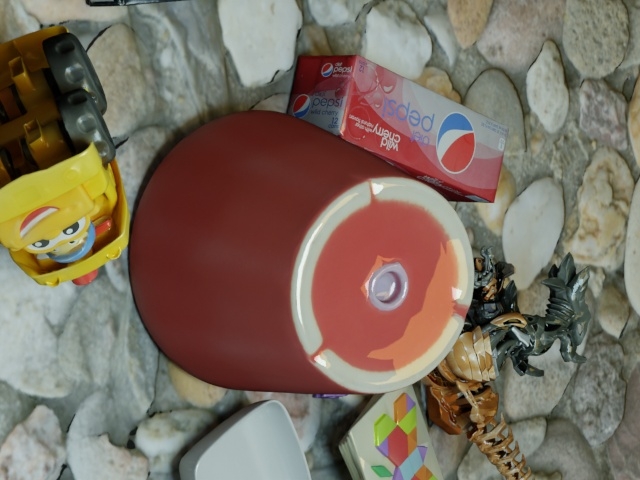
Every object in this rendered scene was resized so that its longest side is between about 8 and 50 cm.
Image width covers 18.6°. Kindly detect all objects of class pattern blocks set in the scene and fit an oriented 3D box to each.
[{"bbox_3d":[0.083,0.240,2.067,0.325,0.026,0.285,61,40,-29],"label":"pattern blocks set"}]

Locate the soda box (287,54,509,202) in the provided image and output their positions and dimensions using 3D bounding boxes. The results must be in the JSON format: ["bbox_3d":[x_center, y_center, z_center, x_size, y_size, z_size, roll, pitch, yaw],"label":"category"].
[{"bbox_3d":[0.083,-0.114,2.042,0.263,0.083,0.092,19,79,-46],"label":"soda box"}]

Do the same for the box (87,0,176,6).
[{"bbox_3d":[-0.127,-0.311,1.826,0.220,0.051,0.175,-11,101,-45],"label":"box"}]

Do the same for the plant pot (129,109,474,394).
[{"bbox_3d":[-0.004,0.025,1.802,0.275,0.243,0.275,-5,100,-32],"label":"plant pot"}]

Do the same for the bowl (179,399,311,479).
[{"bbox_3d":[-0.079,0.238,1.920,0.142,0.053,0.142,-37,118,-38],"label":"bowl"}]

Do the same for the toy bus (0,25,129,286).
[{"bbox_3d":[-0.225,-0.038,1.624,0.149,0.220,0.211,-24,125,1],"label":"toy bus"}]

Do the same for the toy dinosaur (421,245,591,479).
[{"bbox_3d":[0.162,0.106,2.103,0.218,0.164,0.322,-17,109,-37],"label":"toy dinosaur"}]
